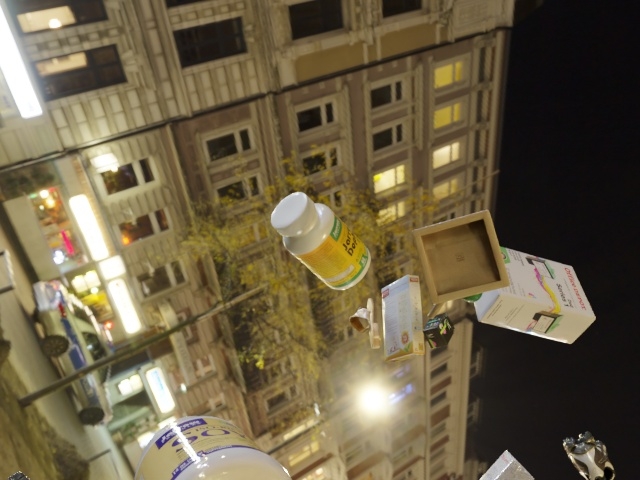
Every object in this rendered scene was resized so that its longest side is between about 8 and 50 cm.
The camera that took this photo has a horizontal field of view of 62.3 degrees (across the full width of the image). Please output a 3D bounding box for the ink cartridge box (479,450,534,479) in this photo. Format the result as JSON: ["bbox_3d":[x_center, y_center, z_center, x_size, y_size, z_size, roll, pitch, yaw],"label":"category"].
[{"bbox_3d":[0.525,0.729,1.563,0.082,0.190,0.139,44,-1,15],"label":"ink cartridge box"}]

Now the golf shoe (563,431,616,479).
[{"bbox_3d":[0.550,0.455,1.074,0.198,0.077,0.093,34,29,-45],"label":"golf shoe"}]

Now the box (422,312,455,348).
[{"bbox_3d":[0.333,0.252,1.487,0.052,0.083,0.062,-23,-80,36],"label":"box"}]

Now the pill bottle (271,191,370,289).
[{"bbox_3d":[0.000,0.000,1.053,0.208,0.117,0.118,44,-8,-36],"label":"pill bottle"}]

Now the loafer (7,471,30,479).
[{"bbox_3d":[-0.767,0.628,1.283,0.061,0.170,0.062,25,-75,8],"label":"loafer"}]

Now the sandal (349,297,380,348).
[{"bbox_3d":[0.129,0.249,1.636,0.240,0.079,0.088,-97,-173,-67],"label":"sandal"}]

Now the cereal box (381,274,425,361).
[{"bbox_3d":[0.250,0.242,1.629,0.173,0.048,0.240,139,-44,-60],"label":"cereal box"}]

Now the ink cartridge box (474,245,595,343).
[{"bbox_3d":[0.555,0.140,1.419,0.201,0.278,0.117,-86,-165,-49],"label":"ink cartridge box"}]

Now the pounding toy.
[{"bbox_3d":[0.203,0.041,0.788,0.100,0.130,0.141,-1,76,-74],"label":"pounding toy"}]

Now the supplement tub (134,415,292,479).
[{"bbox_3d":[-0.202,0.458,0.955,0.331,0.241,0.240,-7,-75,64],"label":"supplement tub"}]
